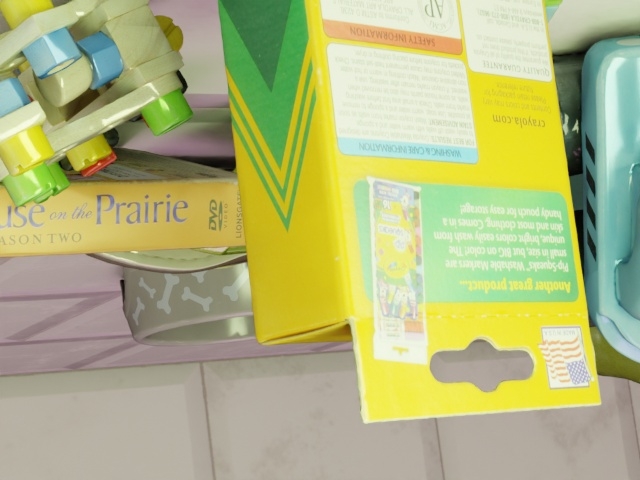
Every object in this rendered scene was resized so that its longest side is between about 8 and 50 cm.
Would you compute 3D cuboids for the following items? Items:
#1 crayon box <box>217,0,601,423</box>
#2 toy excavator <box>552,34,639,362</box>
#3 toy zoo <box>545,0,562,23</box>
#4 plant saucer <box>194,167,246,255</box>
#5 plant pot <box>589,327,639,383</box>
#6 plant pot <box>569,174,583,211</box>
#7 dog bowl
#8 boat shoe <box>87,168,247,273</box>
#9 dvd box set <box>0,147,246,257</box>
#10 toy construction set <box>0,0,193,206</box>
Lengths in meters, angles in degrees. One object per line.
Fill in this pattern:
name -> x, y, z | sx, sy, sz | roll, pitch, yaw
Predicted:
crayon box -> 0.049, -0.054, 0.997 | 0.203, 0.323, 0.083 | 2, 167, -43
toy excavator -> 0.323, -0.071, 1.321 | 0.222, 0.433, 0.445 | -6, -161, -7
toy zoo -> 0.070, -0.158, 1.295 | 0.192, 0.030, 0.293 | -6, 170, -6
plant saucer -> -0.028, -0.044, 1.571 | 0.188, 0.045, 0.188 | -40, 166, 21
plant pot -> 0.508, 0.059, 2.124 | 0.353, 0.366, 0.366 | 1, 177, 34
plant pot -> 0.372, -0.020, 1.741 | 0.293, 0.235, 0.293 | -7, 171, -1
dog bowl -> -0.109, 0.073, 2.348 | 0.348, 0.102, 0.349 | -8, 171, -1
boat shoe -> -0.116, -0.023, 1.728 | 0.324, 0.117, 0.096 | -8, 170, -31
dvd box set -> -0.303, -0.033, 1.391 | 0.420, 0.062, 0.307 | -3, -172, -28
toy construction set -> -0.211, -0.086, 1.142 | 0.215, 0.151, 0.327 | -31, -164, -39
